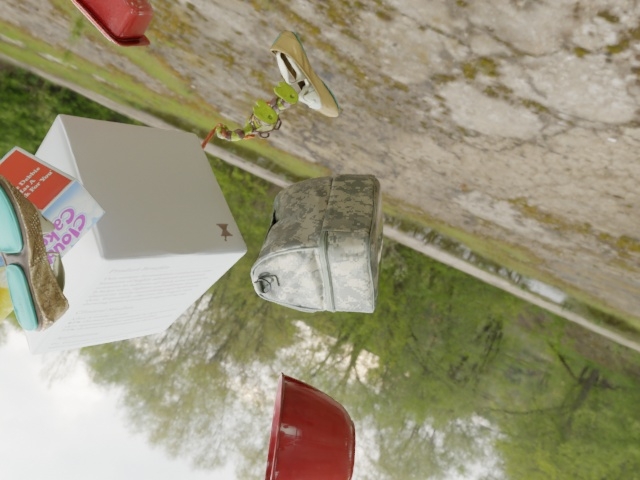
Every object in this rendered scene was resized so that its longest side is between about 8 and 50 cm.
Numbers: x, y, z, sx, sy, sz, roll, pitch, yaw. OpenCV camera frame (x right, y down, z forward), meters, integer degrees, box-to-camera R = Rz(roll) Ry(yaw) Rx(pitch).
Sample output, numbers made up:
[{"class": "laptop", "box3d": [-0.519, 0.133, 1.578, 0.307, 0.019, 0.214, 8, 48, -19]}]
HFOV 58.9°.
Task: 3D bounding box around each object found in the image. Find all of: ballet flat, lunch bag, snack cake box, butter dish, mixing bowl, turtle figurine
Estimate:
[{"class": "ballet flat", "box3d": [-0.041, -0.363, 1.297, 0.080, 0.073, 0.232, 13, 144, 55]}, {"class": "lunch bag", "box3d": [0.000, 0.000, 1.209, 0.256, 0.212, 0.305, 1, -143, 9]}, {"class": "ballet flat", "box3d": [-0.363, 0.012, 0.709, 0.073, 0.206, 0.067, 7, -158, 27]}, {"class": "snack cake box", "box3d": [-0.473, 0.001, 0.831, 0.152, 0.264, 0.089, 25, 156, 27]}, {"class": "butter dish", "box3d": [-0.377, -0.458, 1.071, 0.160, 0.118, 0.160, 47, -160, -10]}, {"class": "mixing bowl", "box3d": [-0.013, 0.259, 0.691, 0.098, 0.181, 0.181, 9, 177, -4]}, {"class": "turtle figurine", "box3d": [-0.142, -0.276, 1.303, 0.087, 0.269, 0.217, 61, 160, -9]}]

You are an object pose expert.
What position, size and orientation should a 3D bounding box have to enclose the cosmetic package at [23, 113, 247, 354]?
[{"class": "cosmetic package", "box3d": [-0.438, -0.003, 1.225, 0.329, 0.394, 0.327, -2, -121, -49]}]
